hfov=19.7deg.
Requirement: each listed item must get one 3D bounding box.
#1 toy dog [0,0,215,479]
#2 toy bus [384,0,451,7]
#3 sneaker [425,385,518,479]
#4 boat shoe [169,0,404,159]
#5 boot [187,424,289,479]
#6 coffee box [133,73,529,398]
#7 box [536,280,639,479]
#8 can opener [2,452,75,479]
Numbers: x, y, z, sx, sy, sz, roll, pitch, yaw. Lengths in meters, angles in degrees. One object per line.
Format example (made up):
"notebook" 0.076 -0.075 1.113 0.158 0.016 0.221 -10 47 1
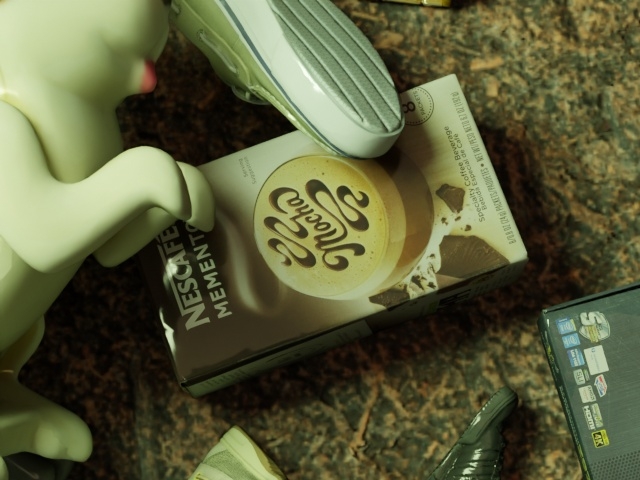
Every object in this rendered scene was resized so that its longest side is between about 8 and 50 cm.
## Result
"toy dog" -0.261 -0.067 1.375 0.395 0.284 0.408 25 94 18
"toy bus" 0.081 -0.302 1.584 0.191 0.104 0.202 -39 81 -6
"sneaker" 0.132 0.210 1.509 0.089 0.051 0.170 37 86 8
"boat shoe" -0.042 -0.161 1.490 0.302 0.109 0.094 53 125 29
"boot" -0.080 0.251 1.442 0.165 0.213 0.077 -40 122 -5
"coffee box" 0.000 0.000 1.517 0.297 0.119 0.168 -20 79 -3
"box" 0.298 0.145 1.511 0.183 0.059 0.232 -14 78 -3
"can opener" -0.343 0.142 1.534 0.283 0.076 0.095 34 113 7
